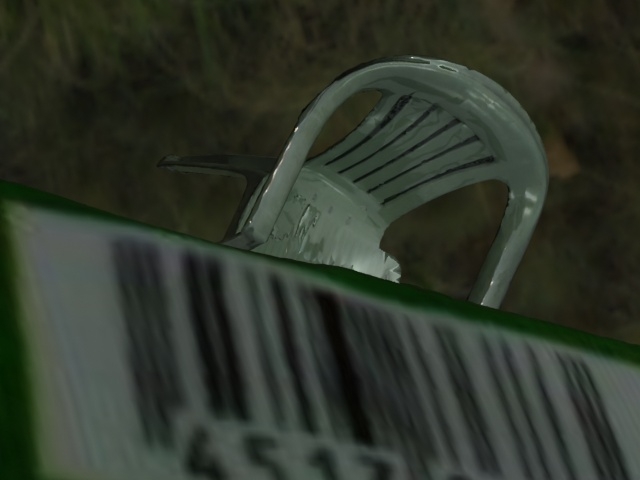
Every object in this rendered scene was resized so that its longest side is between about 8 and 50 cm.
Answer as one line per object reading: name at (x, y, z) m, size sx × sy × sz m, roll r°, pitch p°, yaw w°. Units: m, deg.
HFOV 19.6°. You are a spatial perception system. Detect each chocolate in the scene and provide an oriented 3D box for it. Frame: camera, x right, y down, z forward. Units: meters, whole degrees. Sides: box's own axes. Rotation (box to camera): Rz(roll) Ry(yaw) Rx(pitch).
chocolate at (-0.062, 0.144, 0.687) m, size 0.360 × 0.161 × 0.341 m, roll 15°, pitch 142°, yaw -32°

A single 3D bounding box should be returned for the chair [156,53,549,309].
chair at (0.000, 0.000, 1.251) m, size 0.203 × 0.191 × 0.274 m, roll 35°, pitch 152°, yaw -31°
